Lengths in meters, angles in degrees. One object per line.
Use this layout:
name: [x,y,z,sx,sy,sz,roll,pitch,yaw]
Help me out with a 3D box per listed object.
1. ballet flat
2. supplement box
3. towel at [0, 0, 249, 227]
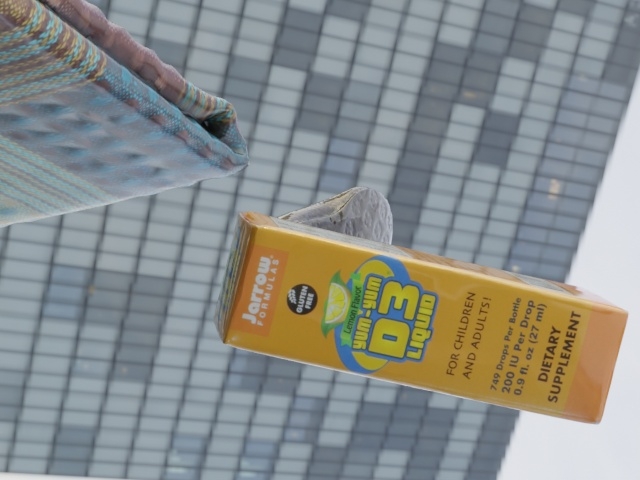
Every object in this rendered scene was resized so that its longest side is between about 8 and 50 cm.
ballet flat: [0.000,0.000,1.111,0.058,0.250,0.084,-2,-81,28]
supplement box: [0.057,0.046,0.732,0.080,0.233,0.078,-133,-125,-80]
towel: [-0.247,-0.044,0.421,0.370,0.271,0.040,-11,-111,23]
